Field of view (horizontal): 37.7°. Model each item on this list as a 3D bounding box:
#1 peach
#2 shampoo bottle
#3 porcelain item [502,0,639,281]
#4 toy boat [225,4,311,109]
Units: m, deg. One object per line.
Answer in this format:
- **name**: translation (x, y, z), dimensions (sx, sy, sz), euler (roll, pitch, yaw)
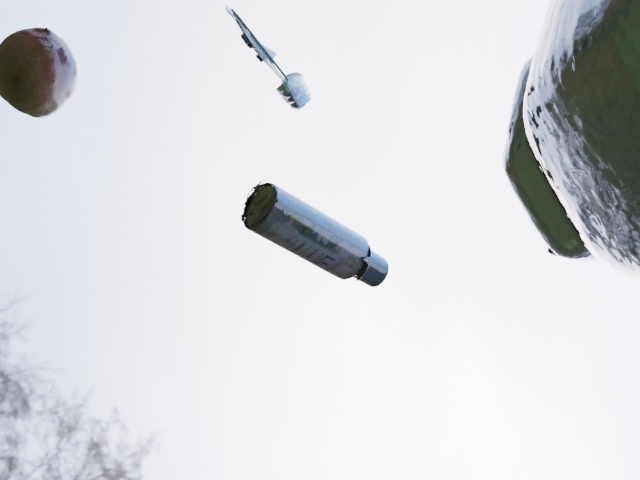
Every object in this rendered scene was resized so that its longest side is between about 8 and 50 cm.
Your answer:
- **peach**: translation (-0.264, -0.157, 0.873), dimensions (0.083, 0.083, 0.083), euler (14, -70, 44)
- **shampoo bottle**: translation (0.000, 0.000, 1.206), dimensions (0.072, 0.214, 0.072), euler (-33, -138, 36)
- **porcelain item**: translation (0.215, -0.074, 0.377), dimensions (0.405, 0.243, 0.178), euler (132, -48, -80)
- **toy boat**: translation (-0.056, -0.214, 1.108), dimensions (0.034, 0.149, 0.105), euler (-33, -145, 8)
